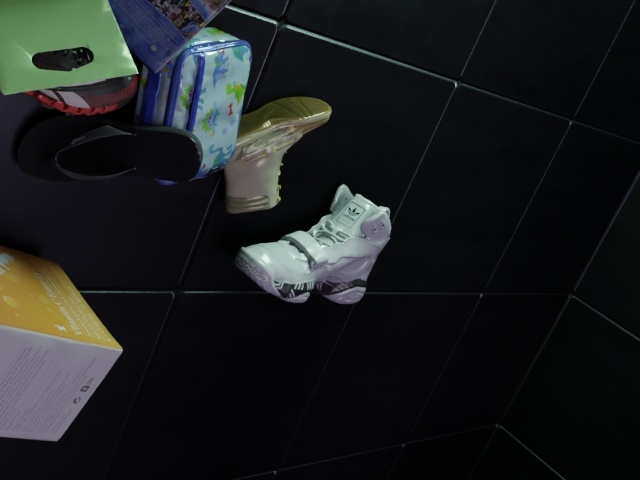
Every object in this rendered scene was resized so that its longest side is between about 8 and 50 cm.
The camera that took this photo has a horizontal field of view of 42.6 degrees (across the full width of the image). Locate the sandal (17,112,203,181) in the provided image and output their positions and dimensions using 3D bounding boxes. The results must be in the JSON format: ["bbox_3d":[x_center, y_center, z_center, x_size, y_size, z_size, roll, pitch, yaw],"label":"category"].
[{"bbox_3d":[-0.289,-0.121,1.114,0.254,0.054,0.097,0,117,2],"label":"sandal"}]

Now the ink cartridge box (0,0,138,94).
[{"bbox_3d":[-0.317,-0.292,0.930,0.171,0.235,0.056,-19,168,-35],"label":"ink cartridge box"}]

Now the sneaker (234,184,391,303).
[{"bbox_3d":[0.000,0.000,1.541,0.365,0.137,0.210,11,110,-54],"label":"sneaker"}]

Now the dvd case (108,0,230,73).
[{"bbox_3d":[-0.186,-0.362,1.037,0.253,0.022,0.180,-41,110,10],"label":"dvd case"}]

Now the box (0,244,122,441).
[{"bbox_3d":[-0.463,0.109,1.033,0.168,0.215,0.345,-53,145,8],"label":"box"}]

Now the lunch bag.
[{"bbox_3d":[-0.191,-0.194,1.198,0.176,0.090,0.219,-23,136,-54],"label":"lunch bag"}]

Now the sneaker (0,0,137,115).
[{"bbox_3d":[-0.332,-0.232,1.022,0.276,0.098,0.135,7,148,-46],"label":"sneaker"}]

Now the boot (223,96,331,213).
[{"bbox_3d":[-0.076,-0.144,1.394,0.213,0.077,0.165,-24,134,-24],"label":"boot"}]
